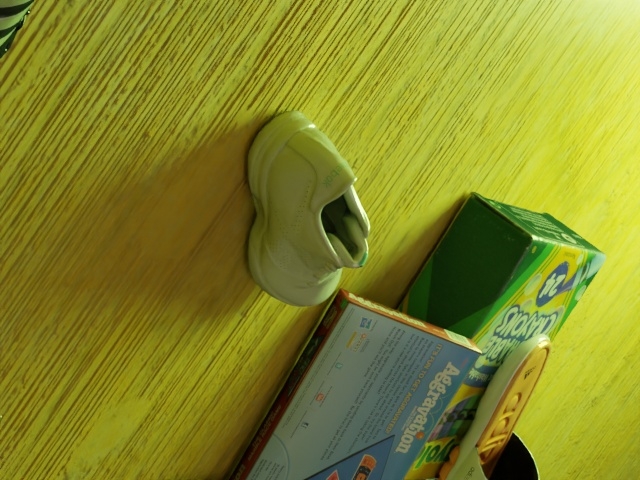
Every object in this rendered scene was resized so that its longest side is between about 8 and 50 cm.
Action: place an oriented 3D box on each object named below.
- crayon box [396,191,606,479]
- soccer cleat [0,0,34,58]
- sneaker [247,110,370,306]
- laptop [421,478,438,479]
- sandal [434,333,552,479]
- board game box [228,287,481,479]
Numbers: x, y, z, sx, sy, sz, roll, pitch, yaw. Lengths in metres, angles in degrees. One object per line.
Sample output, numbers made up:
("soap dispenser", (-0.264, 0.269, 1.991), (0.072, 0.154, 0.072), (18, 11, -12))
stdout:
("crayon box", (0.126, 0.119, 1.667), (0.323, 0.083, 0.203), (-58, 154, 12))
("soccer cleat", (-0.172, -0.132, 0.898), (0.179, 0.060, 0.072), (-49, 164, 8))
("sneaker", (0.000, 0.000, 1.296), (0.080, 0.094, 0.212), (-44, 153, -20))
("laptop", (0.121, 0.450, 1.888), (0.382, 0.236, 0.408), (-38, 157, -29))
("sandal", (0.175, 0.214, 1.681), (0.102, 0.076, 0.265), (-19, 138, -49))
("board game box", (0.012, 0.186, 1.538), (0.145, 0.027, 0.281), (23, 107, -25))
